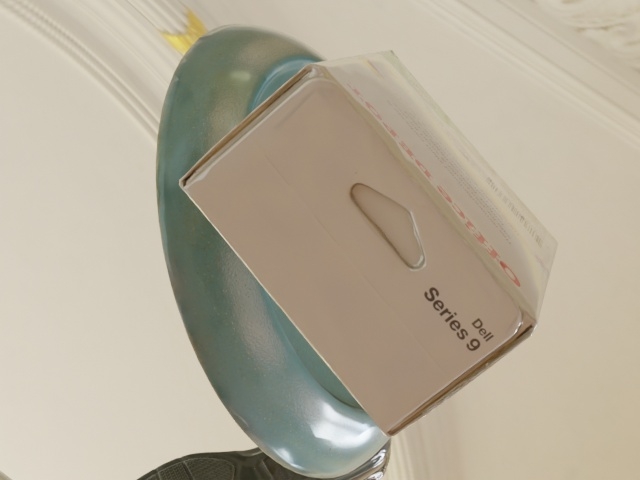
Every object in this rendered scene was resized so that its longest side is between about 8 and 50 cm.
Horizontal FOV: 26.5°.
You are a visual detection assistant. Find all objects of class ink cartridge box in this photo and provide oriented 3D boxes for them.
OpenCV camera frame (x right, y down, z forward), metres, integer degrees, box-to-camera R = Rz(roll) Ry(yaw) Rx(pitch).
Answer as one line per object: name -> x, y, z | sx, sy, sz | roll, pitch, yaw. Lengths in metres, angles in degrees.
ink cartridge box -> 0.036, -0.011, 0.692 | 0.093, 0.212, 0.154 | -40, -90, 14

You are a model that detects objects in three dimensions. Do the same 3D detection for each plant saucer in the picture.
plant saucer -> 0.000, 0.000, 0.927 | 0.044, 0.317, 0.317 | -15, -70, 28

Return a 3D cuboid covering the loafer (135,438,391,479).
loafer -> -0.058, 0.231, 1.212 | 0.268, 0.096, 0.084 | -20, -42, -7

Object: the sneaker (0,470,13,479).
sneaker -> -0.205, 0.229, 0.934 | 0.090, 0.095, 0.235 | -37, -105, -23
